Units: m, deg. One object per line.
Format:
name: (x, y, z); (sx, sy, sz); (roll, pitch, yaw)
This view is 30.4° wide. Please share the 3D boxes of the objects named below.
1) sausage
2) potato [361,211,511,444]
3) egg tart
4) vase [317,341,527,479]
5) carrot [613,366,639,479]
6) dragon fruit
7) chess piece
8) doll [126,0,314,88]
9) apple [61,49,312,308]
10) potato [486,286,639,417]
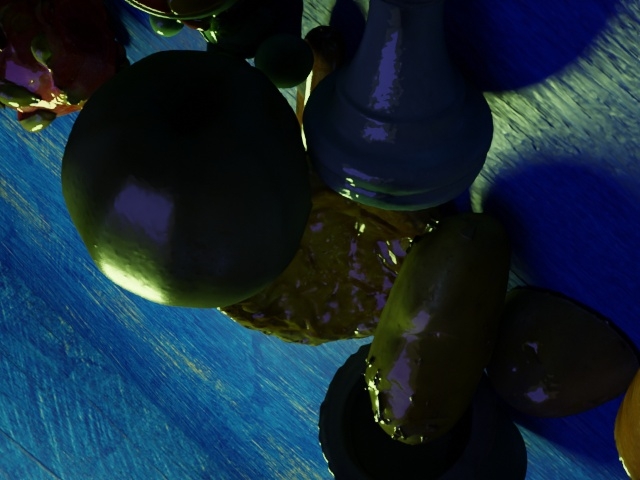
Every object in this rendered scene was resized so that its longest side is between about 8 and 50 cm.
sausage: (-0.005, -0.151, 1.452); (0.053, 0.053, 0.347); (37, 155, 16)
potato: (0.139, 0.105, 1.400); (0.140, 0.173, 0.300); (20, 112, 15)
egg tart: (-0.004, -0.001, 1.486); (0.129, 0.341, 0.341); (-99, -9, -46)
vase: (0.158, 0.278, 1.622); (0.245, 0.245, 0.291); (30, 172, 30)
carrot: (0.399, 0.165, 1.137); (0.193, 0.214, 0.331); (37, 152, 14)
dragon fruit: (-0.412, -0.295, 1.700); (0.227, 0.243, 0.307); (41, -152, -56)
chess piece: (0.080, -0.192, 1.119); (0.195, 0.194, 0.299); (32, 144, 26)
doll: (-0.130, -0.302, 1.247); (0.199, 0.186, 0.322); (-9, 142, 20)
apple: (-0.139, -0.064, 1.223); (0.279, 0.279, 0.279); (35, 155, 20)
potato: (0.276, 0.158, 1.436); (0.202, 0.117, 0.182); (24, 146, 40)
